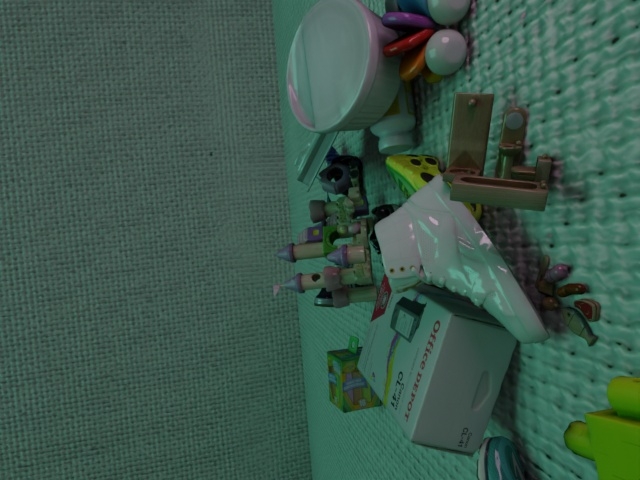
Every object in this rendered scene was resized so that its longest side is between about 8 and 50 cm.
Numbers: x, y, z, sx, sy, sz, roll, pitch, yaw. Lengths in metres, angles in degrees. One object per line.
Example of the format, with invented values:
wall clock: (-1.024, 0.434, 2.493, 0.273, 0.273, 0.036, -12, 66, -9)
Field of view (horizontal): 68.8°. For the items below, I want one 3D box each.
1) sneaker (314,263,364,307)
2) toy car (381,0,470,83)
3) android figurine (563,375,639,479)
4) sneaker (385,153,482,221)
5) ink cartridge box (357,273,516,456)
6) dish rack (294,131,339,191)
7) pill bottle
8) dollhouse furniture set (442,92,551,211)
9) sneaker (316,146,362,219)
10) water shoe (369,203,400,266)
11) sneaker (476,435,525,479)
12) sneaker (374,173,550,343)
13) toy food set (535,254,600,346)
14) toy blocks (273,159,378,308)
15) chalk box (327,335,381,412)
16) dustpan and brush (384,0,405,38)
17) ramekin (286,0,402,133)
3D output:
sneaker: (0.060, 0.114, 1.430, 0.282, 0.099, 0.153, -7, -82, -64)
toy car: (0.174, -0.375, 0.832, 0.159, 0.136, 0.182, -125, 32, -68)
android figurine: (0.355, 0.263, 0.455, 0.273, 0.056, 0.249, 128, 136, -73)
sneaker: (0.198, -0.084, 0.913, 0.296, 0.109, 0.124, -112, 25, -53)
ink cartridge box: (0.194, 0.207, 0.873, 0.306, 0.131, 0.226, -147, 73, -77)
dish rack: (0.025, -0.308, 1.242, 0.333, 0.072, 0.285, -62, 5, 20)
pill bottle: (0.156, -0.291, 1.034, 0.103, 0.103, 0.184, 152, 113, -77)
dollhouse furniture set: (0.237, -0.128, 0.633, 0.151, 0.144, 0.123, -41, -44, -58)
sneaker: (0.062, -0.230, 1.501, 0.182, 0.127, 0.316, 108, 148, -53)
water shoe: (0.161, 0.005, 1.192, 0.073, 0.080, 0.203, -127, 34, -68)
sneaker: (0.315, 0.419, 0.676, 0.110, 0.107, 0.275, -47, 36, 34)
sneaker: (0.197, 0.057, 0.718, 0.108, 0.169, 0.293, 30, -152, -58)
toy food set: (0.321, 0.073, 0.618, 0.122, 0.019, 0.078, -115, 23, -58)
toy blocks: (0.000, 0.000, 1.233, 0.309, 0.259, 0.289, 64, -157, -58)
chalk box: (0.103, 0.415, 1.488, 0.132, 0.131, 0.213, 173, 92, -72)
dustpan and brush: (0.170, -0.480, 0.985, 0.211, 0.060, 0.147, -106, -8, -45)
ramekin: (0.052, -0.354, 0.976, 0.272, 0.127, 0.273, 4, 95, 51)
